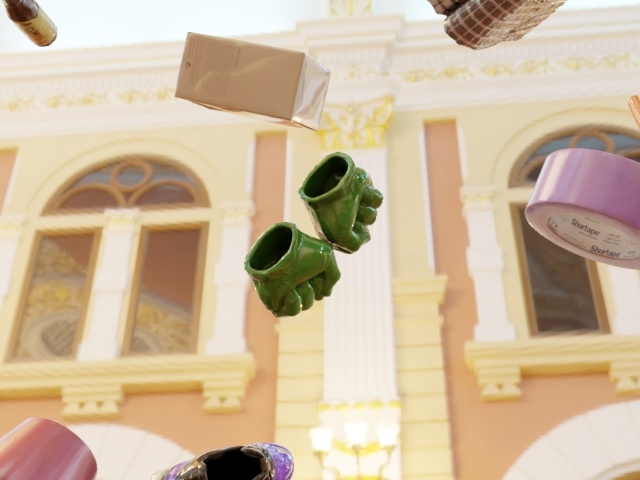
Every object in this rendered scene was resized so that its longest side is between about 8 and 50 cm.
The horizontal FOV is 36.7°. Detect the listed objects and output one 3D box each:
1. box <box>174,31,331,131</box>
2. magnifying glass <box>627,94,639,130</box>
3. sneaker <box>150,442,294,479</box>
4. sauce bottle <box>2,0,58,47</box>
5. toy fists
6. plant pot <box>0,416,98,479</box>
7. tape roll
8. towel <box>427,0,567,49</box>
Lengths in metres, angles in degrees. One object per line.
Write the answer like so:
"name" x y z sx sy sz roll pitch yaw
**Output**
"box" -0.089 -0.213 1.308 0.170 0.091 0.130 14 3 16
"magnifying glass" 0.636 -0.200 1.860 0.026 0.231 0.092 -2 -45 -5
"sneaker" -0.118 0.375 1.545 0.146 0.102 0.293 -32 -19 35
"sauce bottle" -0.376 -0.289 1.225 0.042 0.042 0.128 -6 -16 9
"toy fists" 0.000 0.000 1.534 0.096 0.279 0.142 21 -24 36
"plant pot" -0.398 0.343 1.279 0.201 0.180 0.201 14 -51 17
"tape roll" 0.368 -0.039 1.253 0.188 0.080 0.189 25 -13 6
"towel" 0.322 -0.395 1.457 0.235 0.121 0.283 -38 -11 34
